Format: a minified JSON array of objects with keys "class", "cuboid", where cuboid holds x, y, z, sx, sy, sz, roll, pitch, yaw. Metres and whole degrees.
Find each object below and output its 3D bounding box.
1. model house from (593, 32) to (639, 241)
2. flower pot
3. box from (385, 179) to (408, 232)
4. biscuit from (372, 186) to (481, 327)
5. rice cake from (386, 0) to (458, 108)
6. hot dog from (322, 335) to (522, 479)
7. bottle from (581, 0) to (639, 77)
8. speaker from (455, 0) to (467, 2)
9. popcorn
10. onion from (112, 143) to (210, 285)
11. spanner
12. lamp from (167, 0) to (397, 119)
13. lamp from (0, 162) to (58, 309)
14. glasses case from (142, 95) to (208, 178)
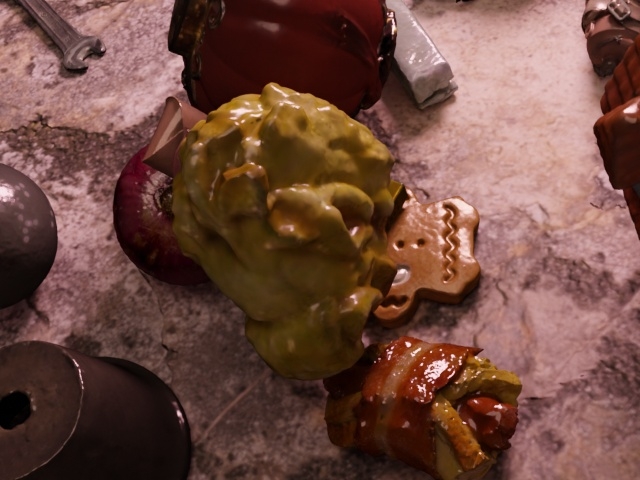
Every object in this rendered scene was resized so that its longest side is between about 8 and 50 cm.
[{"class":"model house","cuboid":[0.382,-0.091,1.009,0.252,0.329,0.294,-27,48,27]},{"class":"flower pot","cuboid":[-0.283,0.208,1.148,0.269,0.166,0.269,-8,53,11]},{"class":"box","cuboid":[0.000,0.000,1.242,0.121,0.030,0.193,20,67,29]},{"class":"biscuit","cuboid":[0.058,0.016,1.253,0.249,0.035,0.184,-4,55,16]},{"class":"rice cake","cuboid":[0.076,-0.298,1.451,0.066,0.063,0.336,-25,52,-5]},{"class":"hot dog","cuboid":[0.094,0.160,1.096,0.213,0.103,0.146,9,62,25]},{"class":"bottle","cuboid":[0.360,-0.270,1.321,0.099,0.099,0.152,5,59,21]},{"class":"speaker","cuboid":[0.174,-0.359,1.464,0.094,0.060,0.075,30,70,32]},{"class":"popcorn","cuboid":[-0.018,-0.022,1.105,0.225,0.286,0.174,-41,21,-33]},{"class":"onion","cuboid":[-0.155,-0.035,1.287,0.177,0.153,0.177,-9,61,17]},{"class":"spanner","cuboid":[-0.415,-0.337,1.667,0.071,0.017,0.302,-39,54,-11]},{"class":"lamp","cuboid":[-0.045,-0.247,1.311,0.257,0.303,0.303,11,53,-16]},{"class":"lamp","cuboid":[-0.442,-0.043,1.367,0.182,0.182,0.314,-36,50,-9]},{"class":"glasses case","cuboid":[-0.094,-0.074,1.195,0.194,0.070,0.102,28,61,-17]}]
